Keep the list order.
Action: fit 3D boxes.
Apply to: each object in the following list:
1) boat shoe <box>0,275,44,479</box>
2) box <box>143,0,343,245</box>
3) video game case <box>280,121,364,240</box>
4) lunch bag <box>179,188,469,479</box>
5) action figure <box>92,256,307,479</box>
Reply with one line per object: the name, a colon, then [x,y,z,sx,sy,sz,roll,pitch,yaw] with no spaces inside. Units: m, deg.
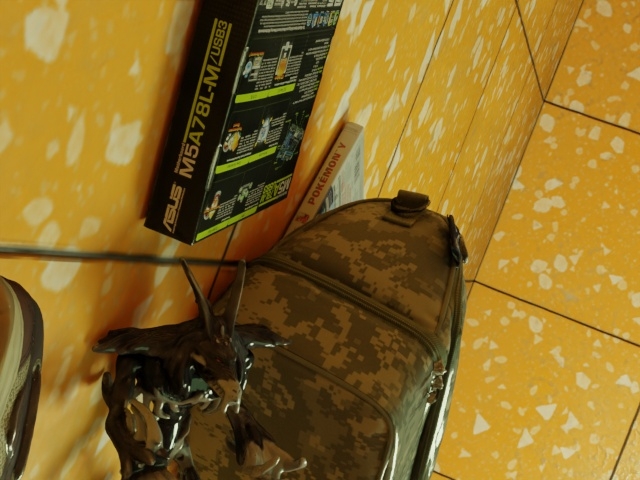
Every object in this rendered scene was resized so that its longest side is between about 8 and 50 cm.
boat shoe: [-0.194,0.148,0.508,0.092,0.102,0.285,33,73,-71]
box: [-0.048,-0.104,0.797,0.190,0.045,0.184,-35,146,-67]
video game case: [0.000,0.000,1.174,0.201,0.023,0.183,87,27,-61]
lunch bag: [0.021,0.129,1.035,0.256,0.212,0.305,-50,156,-46]
action figure: [-0.092,0.154,0.792,0.164,0.141,0.276,-3,123,-40]
